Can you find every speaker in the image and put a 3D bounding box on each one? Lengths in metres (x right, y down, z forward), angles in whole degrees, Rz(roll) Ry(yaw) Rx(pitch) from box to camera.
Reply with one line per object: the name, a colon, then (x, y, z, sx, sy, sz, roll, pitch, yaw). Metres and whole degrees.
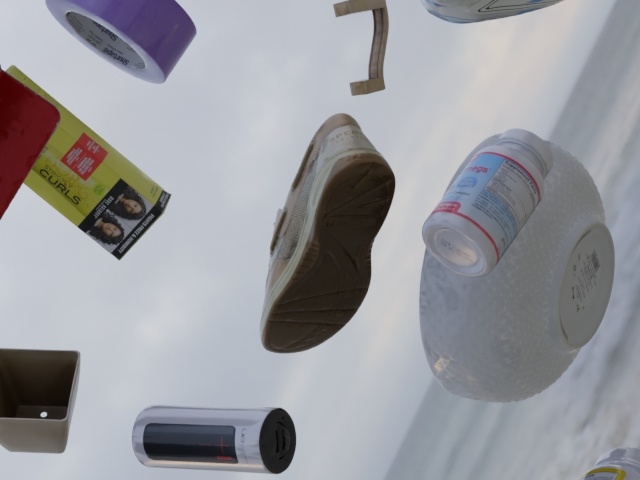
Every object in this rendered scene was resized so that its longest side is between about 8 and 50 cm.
speaker: (-0.088, 0.165, 1.168, 0.055, 0.136, 0.055, 6, -97, -57)

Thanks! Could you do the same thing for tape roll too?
tape roll: (-0.263, -0.294, 1.848, 0.080, 0.189, 0.189, -59, -8, -12)

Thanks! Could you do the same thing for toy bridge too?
toy bridge: (0.043, -0.252, 1.497, 0.063, 0.026, 0.188, -18, -81, -43)

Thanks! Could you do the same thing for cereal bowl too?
cereal bowl: (0.263, 0.043, 1.716, 0.339, 0.141, 0.339, -22, -62, -50)

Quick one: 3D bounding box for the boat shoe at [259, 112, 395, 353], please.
boat shoe: (0.000, 0.000, 1.704, 0.341, 0.122, 0.110, -66, 34, 38)

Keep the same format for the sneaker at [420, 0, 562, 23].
sneaker: (0.192, -0.229, 1.113, 0.086, 0.237, 0.085, 6, -106, -80)

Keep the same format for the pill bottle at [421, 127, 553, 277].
pill bottle: (0.182, -0.044, 1.486, 0.160, 0.087, 0.087, -52, -12, -30)

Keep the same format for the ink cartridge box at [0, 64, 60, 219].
ink cartridge box: (-0.421, -0.057, 1.203, 0.309, 0.272, 0.130, -56, 1, 18)

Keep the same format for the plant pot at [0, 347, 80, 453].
plant pot: (-0.353, 0.207, 1.732, 0.096, 0.109, 0.109, 90, -178, -46)

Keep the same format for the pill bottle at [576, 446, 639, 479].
pill bottle: (0.323, 0.326, 1.568, 0.208, 0.119, 0.119, -41, -23, -52)

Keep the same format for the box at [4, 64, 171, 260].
box: (-0.284, -0.087, 1.566, 0.087, 0.232, 0.058, -45, 12, 19)
